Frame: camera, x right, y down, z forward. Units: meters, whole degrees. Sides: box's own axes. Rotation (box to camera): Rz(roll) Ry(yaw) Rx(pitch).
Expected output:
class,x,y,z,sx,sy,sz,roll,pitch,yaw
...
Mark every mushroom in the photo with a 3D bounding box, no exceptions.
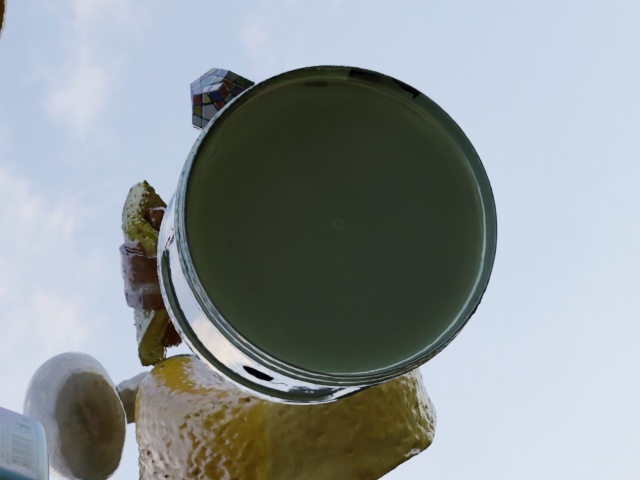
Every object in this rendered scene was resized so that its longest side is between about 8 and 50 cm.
class,x,y,z,sx,sy,sz,roll,pitch,yaw
mushroom,-0.356,0.258,1.770,0.209,0.206,0.206,-51,-39,-46

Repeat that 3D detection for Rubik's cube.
class,x,y,z,sx,sy,sz,roll,pitch,yaw
Rubik's cube,-0.135,-0.189,1.632,0.093,0.111,0.111,-36,-45,-63

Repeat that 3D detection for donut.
class,x,y,z,sx,sy,sz,roll,pitch,yaw
donut,-0.035,0.213,1.553,0.435,0.378,0.163,-18,-77,-33

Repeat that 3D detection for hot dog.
class,x,y,z,sx,sy,sz,roll,pitch,yaw
hot dog,-0.221,0.044,1.633,0.123,0.093,0.261,-31,-65,-64

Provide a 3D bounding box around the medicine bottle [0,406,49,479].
class,x,y,z,sx,sy,sz,roll,pitch,yaw
medicine bottle,-0.306,0.167,0.843,0.188,0.094,0.119,26,-70,-28

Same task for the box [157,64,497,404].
class,x,y,z,sx,sy,sz,roll,pitch,yaw
box,0.000,0.000,0.847,0.226,0.226,0.149,-52,2,-18

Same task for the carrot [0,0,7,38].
class,x,y,z,sx,sy,sz,roll,pitch,yaw
carrot,-0.302,-0.295,1.053,0.043,0.043,0.247,1,-93,-48
